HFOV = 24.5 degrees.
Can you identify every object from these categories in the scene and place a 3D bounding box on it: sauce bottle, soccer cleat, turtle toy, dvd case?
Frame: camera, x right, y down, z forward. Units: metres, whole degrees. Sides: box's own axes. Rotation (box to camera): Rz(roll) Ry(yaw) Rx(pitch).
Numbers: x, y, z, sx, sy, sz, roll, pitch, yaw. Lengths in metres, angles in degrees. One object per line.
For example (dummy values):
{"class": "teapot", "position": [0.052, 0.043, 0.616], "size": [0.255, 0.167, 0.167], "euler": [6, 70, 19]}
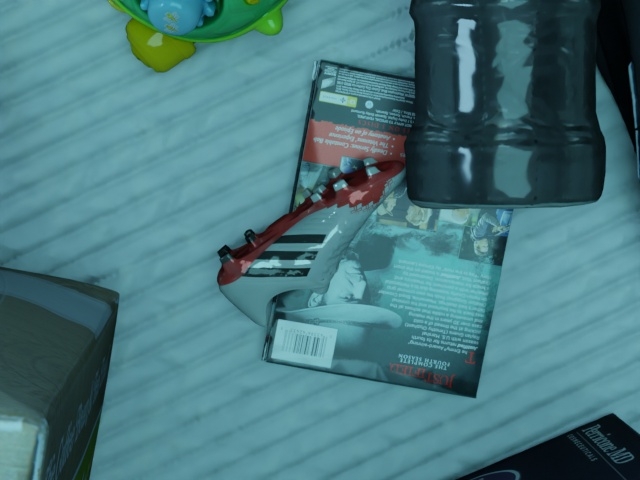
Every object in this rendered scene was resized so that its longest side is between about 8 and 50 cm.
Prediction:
{"class": "sauce bottle", "position": [0.065, -0.184, 0.509], "size": [0.111, 0.111, 0.344], "euler": [-2, 97, -3]}
{"class": "soccer cleat", "position": [0.000, 0.000, 0.550], "size": [0.083, 0.029, 0.035], "euler": [-33, 105, 4]}
{"class": "turtle toy", "position": [-0.055, -0.126, 0.527], "size": [0.095, 0.066, 0.130], "euler": [-38, 96, 1]}
{"class": "dvd case", "position": [0.030, -0.004, 0.571], "size": [0.087, 0.013, 0.119], "euler": [10, 94, -4]}

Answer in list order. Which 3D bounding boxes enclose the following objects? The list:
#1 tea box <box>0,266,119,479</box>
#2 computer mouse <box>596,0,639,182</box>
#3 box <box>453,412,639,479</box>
{"class": "tea box", "position": [-0.252, 0.150, 0.429], "size": [0.329, 0.220, 0.323], "euler": [12, 96, -4]}
{"class": "computer mouse", "position": [0.203, -0.035, 0.554], "size": [0.184, 0.060, 0.262], "euler": [-11, 96, -1]}
{"class": "box", "position": [0.060, 0.157, 0.463], "size": [0.184, 0.261, 0.103], "euler": [-20, 96, -2]}
